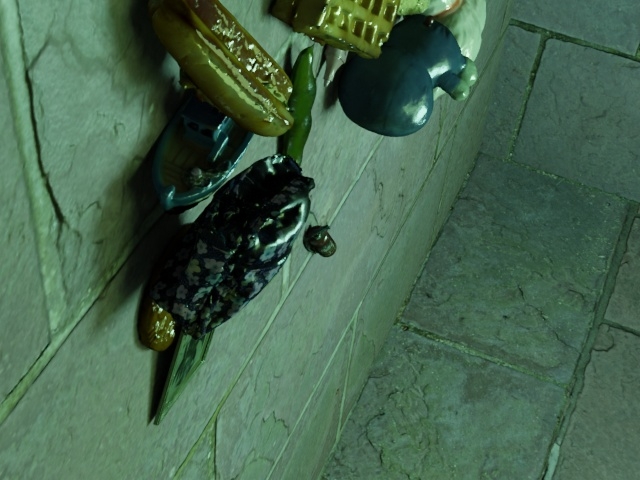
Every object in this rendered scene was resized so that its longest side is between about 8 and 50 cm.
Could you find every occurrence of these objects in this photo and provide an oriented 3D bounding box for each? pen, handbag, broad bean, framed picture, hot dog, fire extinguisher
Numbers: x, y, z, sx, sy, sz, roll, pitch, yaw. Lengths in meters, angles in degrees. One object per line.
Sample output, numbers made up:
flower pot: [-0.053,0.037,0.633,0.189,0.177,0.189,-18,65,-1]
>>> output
pen: [0.038,-0.352,1.783,0.053,0.032,0.197,16,92,-78]
handbag: [-0.100,-0.002,1.331,0.208,0.127,0.228,-49,179,33]
broad bean: [-0.037,-0.189,1.689,0.060,0.043,0.297,-44,154,-43]
framed picture: [-0.186,0.147,1.575,0.173,0.010,0.231,-56,169,-54]
hot dog: [-0.107,-0.190,1.159,0.250,0.076,0.104,42,36,-52]
fire extinguisher: [0.000,0.000,2.134,0.064,0.043,0.158,-27,165,3]

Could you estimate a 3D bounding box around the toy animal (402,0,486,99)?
toy animal: [0.191,-0.409,2.099,0.308,0.266,0.188,-30,154,11]

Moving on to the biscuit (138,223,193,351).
biscuit: [-0.194,0.066,1.453,0.188,0.027,0.187,20,90,-78]

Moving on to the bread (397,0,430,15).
bread: [0.119,-0.532,1.859,0.240,0.136,0.178,85,-5,-61]

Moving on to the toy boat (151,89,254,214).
toy boat: [-0.132,-0.125,1.250,0.097,0.100,0.223,107,9,-58]

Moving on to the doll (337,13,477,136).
doll: [0.150,-0.296,1.932,0.258,0.228,0.154,-52,164,-19]

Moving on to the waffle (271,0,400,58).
waffle: [0.041,-0.396,1.572,0.328,0.098,0.224,-6,113,-70]
